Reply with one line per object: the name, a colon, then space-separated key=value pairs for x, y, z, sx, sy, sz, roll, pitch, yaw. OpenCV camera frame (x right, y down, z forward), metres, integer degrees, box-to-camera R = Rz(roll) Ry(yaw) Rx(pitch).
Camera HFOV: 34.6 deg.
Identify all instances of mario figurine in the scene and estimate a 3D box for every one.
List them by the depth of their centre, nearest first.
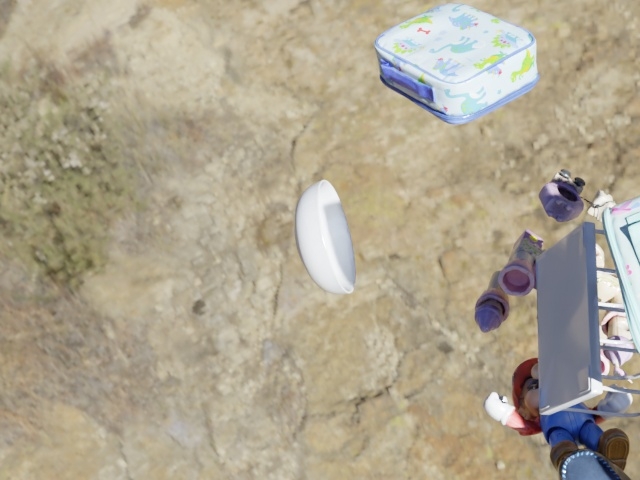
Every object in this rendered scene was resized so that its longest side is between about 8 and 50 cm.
mario figurine: x=0.417 y=0.292 z=1.823 sx=0.320 sy=0.198 sz=0.170 roll=-119 pitch=50 yaw=-71

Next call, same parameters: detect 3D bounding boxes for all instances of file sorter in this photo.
file sorter: x=0.473 y=0.139 z=1.689 sx=0.173 sy=0.193 sz=0.277 roll=7 pitch=69 yaw=-12

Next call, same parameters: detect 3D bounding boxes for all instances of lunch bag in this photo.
lunch bag: x=0.476 y=0.073 z=1.397 sx=0.108 sy=0.224 sz=0.279 roll=-27 pitch=55 yaw=28
lunch bag: x=0.192 y=-0.260 z=1.498 sx=0.176 sy=0.090 sz=0.219 roll=-30 pitch=40 yaw=-20

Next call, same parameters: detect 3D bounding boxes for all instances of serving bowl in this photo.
serving bowl: x=0.000 y=0.000 z=0.731 sx=0.027 sy=0.083 sz=0.083 roll=-13 pitch=44 yaw=13

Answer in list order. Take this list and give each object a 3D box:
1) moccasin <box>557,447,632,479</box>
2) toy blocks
moccasin: x=0.478 y=0.470 z=1.557 sx=0.138 sy=0.117 sz=0.342 roll=-35 pitch=72 yaw=9
toy blocks: x=0.457 y=0.100 z=1.864 sx=0.289 sy=0.309 sz=0.260 roll=30 pitch=34 yaw=3
